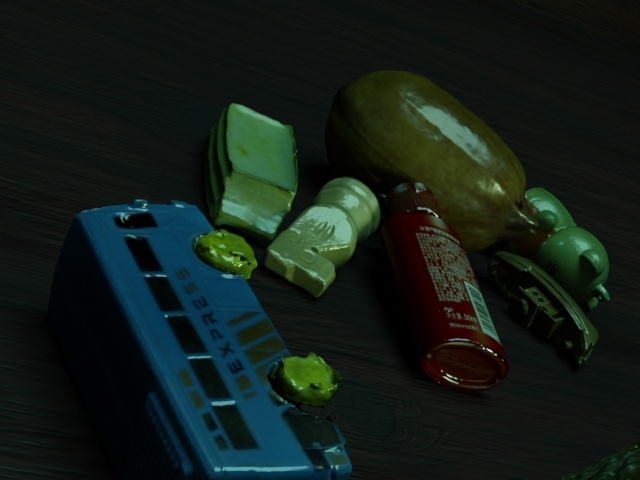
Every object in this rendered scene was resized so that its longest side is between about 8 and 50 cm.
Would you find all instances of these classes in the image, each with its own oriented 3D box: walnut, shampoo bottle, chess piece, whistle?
[{"bbox_3d":[0.153,-0.098,1.929,0.336,0.209,0.209,34,23,12],"label":"walnut"},{"bbox_3d":[0.140,0.049,1.720,0.118,0.076,0.314,16,34,-24],"label":"shampoo bottle"},{"bbox_3d":[0.000,0.000,1.713,0.090,0.090,0.200,33,33,7],"label":"chess piece"},{"bbox_3d":[0.314,-0.005,2.035,0.106,0.131,0.288,-35,60,-19],"label":"whistle"}]

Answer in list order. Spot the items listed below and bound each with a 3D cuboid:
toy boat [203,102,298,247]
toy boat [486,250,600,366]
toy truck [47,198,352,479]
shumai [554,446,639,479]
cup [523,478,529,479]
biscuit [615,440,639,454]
[{"bbox_3d":[-0.089,-0.099,1.787,0.111,0.084,0.276,22,26,-15],"label":"toy boat"},{"bbox_3d":[0.297,0.089,1.893,0.072,0.064,0.206,-8,42,-35],"label":"toy boat"},{"bbox_3d":[-0.114,0.116,1.232,0.162,0.161,0.385,3,35,-32],"label":"toy truck"},{"bbox_3d":[0.252,0.346,1.075,0.324,0.397,0.323,-30,92,-43],"label":"shumai"},{"bbox_3d":[0.219,0.292,1.385,0.077,0.078,0.100,25,54,1],"label":"cup"},{"bbox_3d":[0.438,0.311,1.633,0.225,0.042,0.226,26,23,-12],"label":"biscuit"}]
